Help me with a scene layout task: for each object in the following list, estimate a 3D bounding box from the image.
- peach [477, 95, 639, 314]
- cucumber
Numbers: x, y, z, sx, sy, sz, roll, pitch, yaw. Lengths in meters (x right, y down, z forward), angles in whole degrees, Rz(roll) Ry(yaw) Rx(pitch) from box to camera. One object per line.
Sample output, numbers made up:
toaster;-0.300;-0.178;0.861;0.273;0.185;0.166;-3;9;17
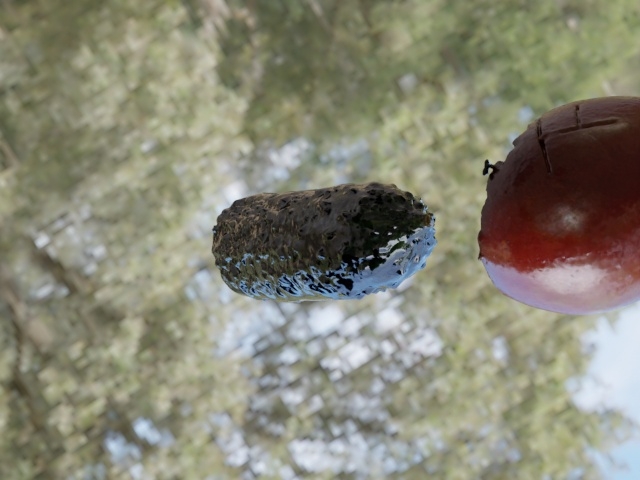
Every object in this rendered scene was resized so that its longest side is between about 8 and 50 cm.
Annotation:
peach;0.241;-0.031;1.559;0.226;0.196;0.190;-22;165;0
cucumber;-0.002;0.001;1.003;0.072;0.072;0.300;-34;-173;-14
